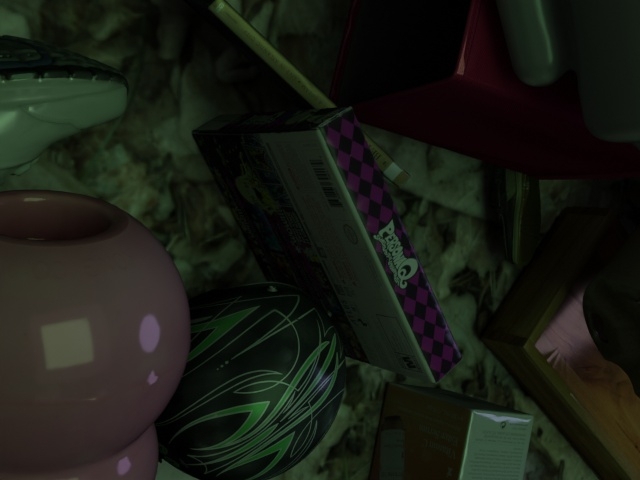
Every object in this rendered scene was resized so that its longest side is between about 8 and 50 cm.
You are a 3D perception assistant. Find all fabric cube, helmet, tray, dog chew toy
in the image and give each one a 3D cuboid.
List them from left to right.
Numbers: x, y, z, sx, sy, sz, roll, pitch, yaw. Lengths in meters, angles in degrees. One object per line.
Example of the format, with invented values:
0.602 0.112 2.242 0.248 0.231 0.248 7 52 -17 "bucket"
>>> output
-0.204 0.136 0.664 0.207 0.207 0.331 -6 115 -34 "dog chew toy"
-0.062 0.118 0.769 0.169 0.162 0.169 13 73 -48 "helmet"
0.192 -0.211 0.840 0.258 0.254 0.259 14 86 -21 "fabric cube"
0.375 0.170 1.138 0.411 0.076 0.203 47 68 -27 "tray"

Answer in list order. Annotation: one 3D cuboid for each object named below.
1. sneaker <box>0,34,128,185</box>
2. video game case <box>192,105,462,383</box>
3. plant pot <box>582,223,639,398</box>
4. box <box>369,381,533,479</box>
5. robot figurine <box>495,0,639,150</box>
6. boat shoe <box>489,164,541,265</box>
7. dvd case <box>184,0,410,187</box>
-0.277 -0.070 0.667 0.297 0.111 0.129 -19 124 -31 "sneaker"
0.000 0.000 0.781 0.042 0.210 0.232 -36 112 -25 "video game case"
0.460 0.036 0.975 0.305 0.334 0.333 -39 114 -16 "plant pot"
0.124 0.242 0.935 0.091 0.130 0.170 13 86 -35 "box"
0.266 -0.193 0.628 0.200 0.300 0.353 -40 121 -76 "robot figurine"
0.212 -0.048 1.022 0.056 0.049 0.152 6 86 -53 "boat shoe"
-0.031 -0.137 0.780 0.221 0.164 0.018 39 93 -30 "dvd case"
